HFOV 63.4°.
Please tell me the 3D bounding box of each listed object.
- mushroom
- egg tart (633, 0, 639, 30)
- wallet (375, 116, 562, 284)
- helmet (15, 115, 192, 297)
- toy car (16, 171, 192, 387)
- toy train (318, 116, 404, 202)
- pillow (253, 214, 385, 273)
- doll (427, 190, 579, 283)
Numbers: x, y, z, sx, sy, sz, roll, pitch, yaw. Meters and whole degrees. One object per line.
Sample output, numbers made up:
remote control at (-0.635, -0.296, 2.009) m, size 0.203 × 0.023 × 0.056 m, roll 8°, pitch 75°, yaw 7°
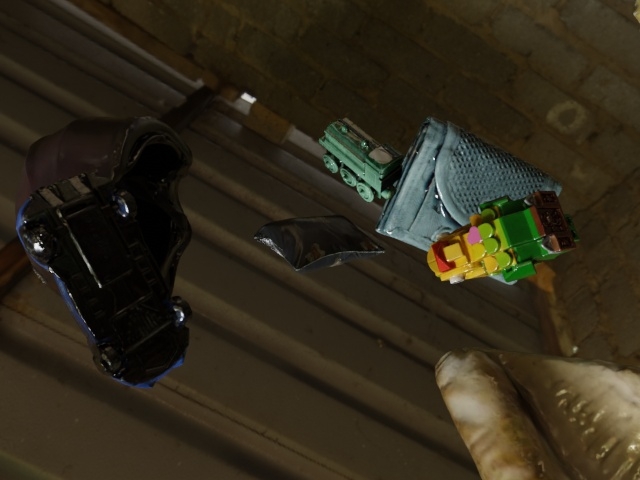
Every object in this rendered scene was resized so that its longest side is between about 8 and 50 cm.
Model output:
mushroom at (0.321, 0.282, 0.635) m, size 0.224 × 0.397 × 0.314 m, roll 26°, pitch -105°, yaw -43°
egg tart at (0.190, -0.074, 0.147) m, size 0.252 × 0.098 × 0.232 m, roll 44°, pitch -158°, yaw -53°
wallet at (0.299, -0.066, 0.994) m, size 0.342 × 0.237 × 0.075 m, roll 20°, pitch -171°, yaw -22°
helmet at (-0.300, -0.025, 0.701) m, size 0.177 × 0.305 × 0.225 m, roll 13°, pitch -166°, yaw 8°
toy car at (-0.204, 0.043, 0.501) m, size 0.103 × 0.063 × 0.216 m, roll -36°, pitch -70°, yaw -42°
toy train at (0.066, -0.142, 0.881) m, size 0.071 × 0.111 × 0.170 m, roll -36°, pitch -117°, yaw -20°
pillow at (0.000, 0.000, 0.653) m, size 0.150 × 0.048 × 0.090 m, roll -10°, pitch -126°, yaw -40°
doll at (0.234, 0.003, 0.677) m, size 0.134 × 0.186 × 0.106 m, roll 12°, pitch -120°, yaw -64°
